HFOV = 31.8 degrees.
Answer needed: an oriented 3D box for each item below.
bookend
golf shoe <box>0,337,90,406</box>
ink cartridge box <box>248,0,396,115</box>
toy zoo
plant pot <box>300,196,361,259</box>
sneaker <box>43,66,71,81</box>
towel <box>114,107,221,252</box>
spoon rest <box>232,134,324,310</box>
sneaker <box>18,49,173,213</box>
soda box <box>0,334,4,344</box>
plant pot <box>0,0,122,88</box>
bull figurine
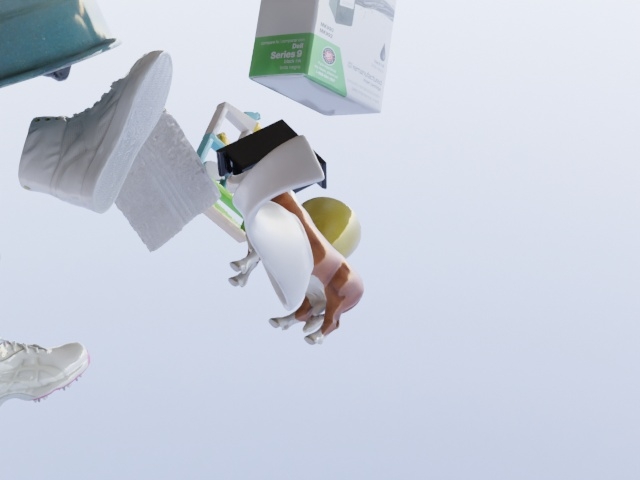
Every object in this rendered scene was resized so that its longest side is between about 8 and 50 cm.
[{"bbox_3d":[-0.094,-0.139,2.182,0.156,0.072,0.157,-29,-127,-22],"label":"bookend"},{"bbox_3d":[-0.522,0.208,1.883,0.115,0.140,0.306,5,-162,43],"label":"golf shoe"},{"bbox_3d":[0.013,-0.366,1.791,0.121,0.211,0.289,2,-99,38],"label":"ink cartridge box"},{"bbox_3d":[-0.184,-0.167,2.450,0.030,0.192,0.293,-14,-136,44],"label":"toy zoo"},{"bbox_3d":[0.000,0.000,2.057,0.134,0.134,0.095,-9,-156,19],"label":"plant pot"},{"bbox_3d":[-0.498,-0.390,1.941,0.106,0.101,0.267,-1,-128,-26],"label":"sneaker"},{"bbox_3d":[-0.317,-0.121,2.138,0.187,0.282,0.049,-40,-134,-12],"label":"towel"},{"bbox_3d":[-0.053,-0.015,1.236,0.084,0.276,0.137,-18,-114,-14],"label":"spoon rest"},{"bbox_3d":[-0.348,-0.187,1.703,0.169,0.108,0.292,14,-120,18],"label":"sneaker"},{"bbox_3d":[-0.562,0.180,1.605,0.216,0.074,0.069,-35,180,12],"label":"soda box"},{"bbox_3d":[-0.492,-0.382,1.563,0.341,0.334,0.341,-16,-164,5],"label":"plant pot"},{"bbox_3d":[-0.055,0.024,1.852,0.188,0.310,0.101,-53,-164,-25],"label":"bull figurine"}]
